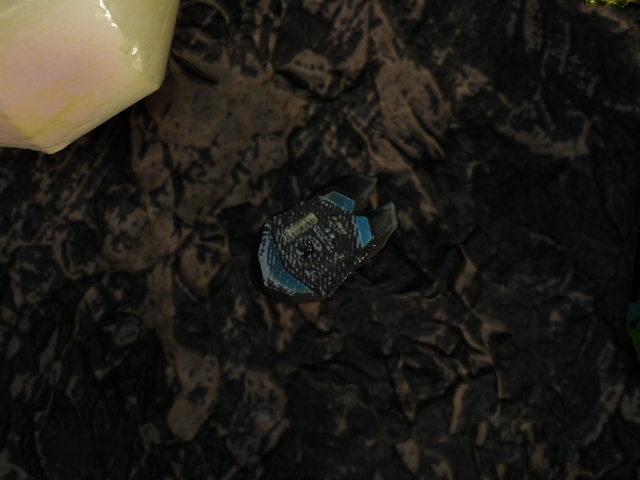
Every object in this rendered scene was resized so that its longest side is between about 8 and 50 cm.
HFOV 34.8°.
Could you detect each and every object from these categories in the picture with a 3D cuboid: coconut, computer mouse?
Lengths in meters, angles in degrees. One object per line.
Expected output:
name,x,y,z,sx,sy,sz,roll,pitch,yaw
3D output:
coconut,-0.215,-0.200,0.789,0.259,0.259,0.259,-1,79,6
computer mouse,0.000,0.000,0.821,0.135,0.047,0.079,-38,90,-13

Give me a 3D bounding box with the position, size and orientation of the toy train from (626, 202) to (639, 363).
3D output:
toy train,0.268,0.010,0.793,0.044,0.042,0.209,12,81,-14

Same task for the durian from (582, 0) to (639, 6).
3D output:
durian,0.259,-0.255,0.830,0.215,0.086,0.100,-9,65,6
